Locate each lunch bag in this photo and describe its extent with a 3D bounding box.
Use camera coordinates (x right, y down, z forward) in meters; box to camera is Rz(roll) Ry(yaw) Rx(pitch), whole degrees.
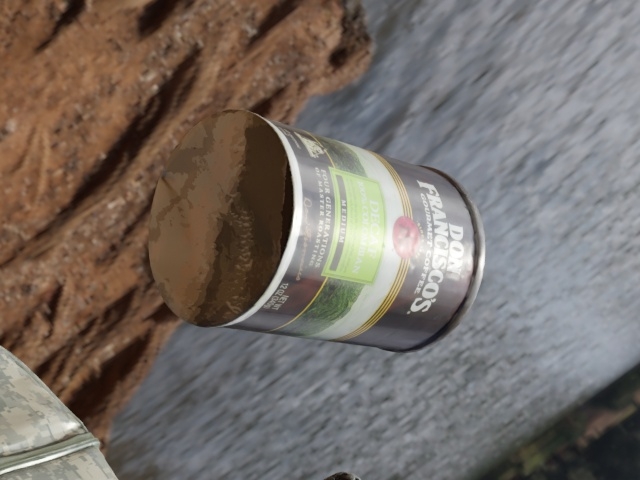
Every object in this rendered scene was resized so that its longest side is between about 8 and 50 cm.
[{"bbox_3d":[-0.384,0.270,1.133,0.305,0.256,0.212,-44,161,24],"label":"lunch bag"}]

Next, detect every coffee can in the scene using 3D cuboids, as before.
[{"bbox_3d":[0.000,0.000,1.090,0.275,0.201,0.201,12,134,-45],"label":"coffee can"}]

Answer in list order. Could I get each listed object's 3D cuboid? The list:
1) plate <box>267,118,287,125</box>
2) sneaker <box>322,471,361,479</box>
[{"bbox_3d":[0.019,-0.081,1.978,0.045,0.278,0.277,-32,121,-20],"label":"plate"},{"bbox_3d":[-0.007,0.539,1.997,0.267,0.101,0.106,-56,162,-27],"label":"sneaker"}]
